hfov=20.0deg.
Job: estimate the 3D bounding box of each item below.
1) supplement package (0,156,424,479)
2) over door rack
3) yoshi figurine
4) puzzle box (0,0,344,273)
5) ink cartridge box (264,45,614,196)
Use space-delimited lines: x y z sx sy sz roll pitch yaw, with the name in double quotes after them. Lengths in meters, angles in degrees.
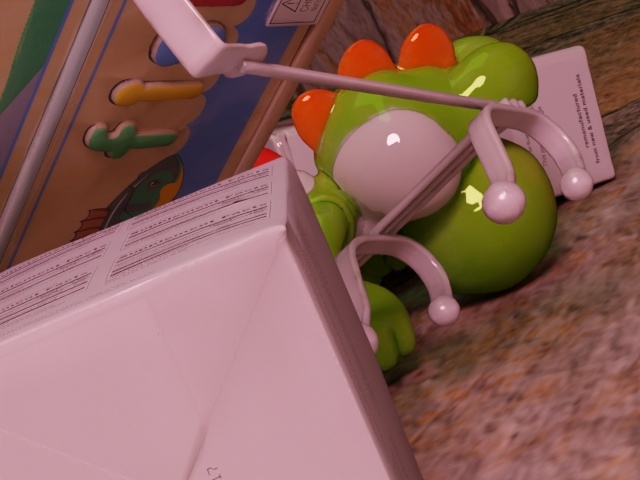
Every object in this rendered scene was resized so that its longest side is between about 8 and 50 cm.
-0.044 0.092 0.720 0.149 0.194 0.203 -22 9 3 "supplement package"
-0.028 0.013 0.910 0.239 0.108 0.324 -45 -34 24 "over door rack"
0.018 0.022 1.204 0.362 0.203 0.203 -38 -30 -4 "yoshi figurine"
-0.156 -0.040 0.880 0.272 0.052 0.409 -6 -37 -34 "puzzle box"
0.062 -0.062 1.455 0.273 0.114 0.197 -17 6 -23 "ink cartridge box"
